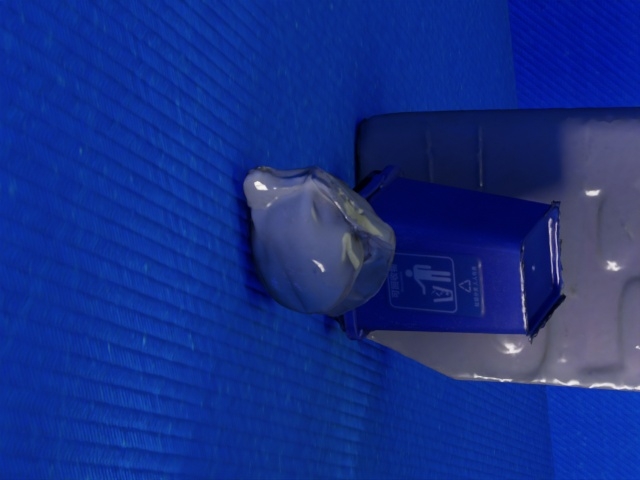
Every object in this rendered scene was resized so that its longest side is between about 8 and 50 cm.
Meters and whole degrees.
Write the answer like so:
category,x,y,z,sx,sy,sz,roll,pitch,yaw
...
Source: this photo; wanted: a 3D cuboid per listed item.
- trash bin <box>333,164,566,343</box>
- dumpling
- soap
category,x,y,z,sx,sy,sz,roll,pitch,yaw
trash bin,0.136,0.016,2.071,0.184,0.234,0.162,-44,133,-52
dumpling,0.000,0.000,1.775,0.199,0.136,0.118,60,37,-44
soap,0.269,0.015,2.276,0.213,0.435,0.350,-16,108,-77
